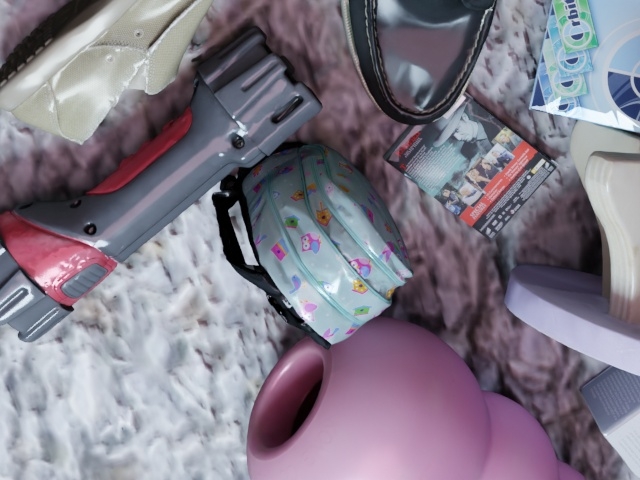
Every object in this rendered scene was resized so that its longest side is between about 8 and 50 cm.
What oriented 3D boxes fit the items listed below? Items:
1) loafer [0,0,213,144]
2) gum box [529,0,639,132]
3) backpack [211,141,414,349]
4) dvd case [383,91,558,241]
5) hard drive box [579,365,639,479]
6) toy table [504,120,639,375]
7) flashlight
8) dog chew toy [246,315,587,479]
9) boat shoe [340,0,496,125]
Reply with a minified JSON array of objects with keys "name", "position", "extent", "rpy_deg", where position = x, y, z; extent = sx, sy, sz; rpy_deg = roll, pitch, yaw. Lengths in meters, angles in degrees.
[{"name":"loafer","position":[-0.130,-0.170,1.321],"extent":[0.268,0.102,0.092],"rpy_deg":[-35,118,20]},{"name":"gum box","position":[0.271,-0.162,1.364],"extent":[0.184,0.041,0.157],"rpy_deg":[14,112,9]},{"name":"backpack","position":[0.000,0.000,1.354],"extent":[0.152,0.182,0.115],"rpy_deg":[41,103,-18]},{"name":"dvd case","position":[0.124,-0.065,1.432],"extent":[0.119,0.013,0.087],"rpy_deg":[35,104,-19]},{"name":"hard drive box","position":[0.375,0.140,1.501],"extent":[0.232,0.089,0.181],"rpy_deg":[-37,111,10]},{"name":"toy table","position":[0.276,0.012,1.357],"extent":[0.252,0.274,0.161],"rpy_deg":[-5,112,-53]},{"name":"flashlight","position":[-0.147,-0.050,1.370],"extent":[0.304,0.103,0.103],"rpy_deg":[-41,106,5]},{"name":"dog chew toy","position":[0.103,0.201,1.447],"extent":[0.332,0.206,0.206],"rpy_deg":[30,106,-25]},{"name":"boat shoe","position":[0.091,-0.238,1.303],"extent":[0.127,0.113,0.340],"rpy_deg":[9,111,-8]}]
